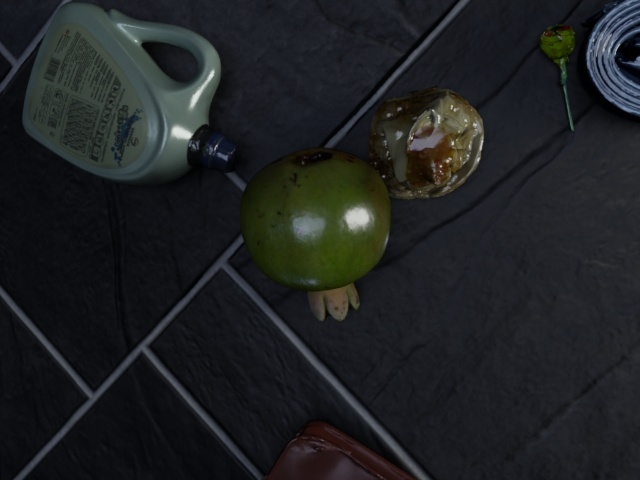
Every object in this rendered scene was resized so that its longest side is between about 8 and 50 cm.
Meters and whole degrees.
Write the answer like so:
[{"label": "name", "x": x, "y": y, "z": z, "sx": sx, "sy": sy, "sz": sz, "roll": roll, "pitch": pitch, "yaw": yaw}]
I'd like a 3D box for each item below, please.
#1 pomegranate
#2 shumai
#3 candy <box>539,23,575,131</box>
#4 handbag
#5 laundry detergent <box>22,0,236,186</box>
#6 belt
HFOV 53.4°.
[{"label": "pomegranate", "x": -0.002, "y": -0.002, "z": 0.730, "sx": 0.179, "sy": 0.179, "sz": 0.210, "roll": -10, "pitch": 91, "yaw": 14}, {"label": "shumai", "x": 0.117, "y": -0.114, "z": 0.723, "sx": 0.145, "sy": 0.116, "sz": 0.145, "roll": 1, "pitch": 93, "yaw": 16}, {"label": "candy", "x": 0.276, "y": -0.185, "z": 0.727, "sx": 0.035, "sy": 0.035, "sz": 0.123, "roll": 3, "pitch": 108, "yaw": 57}, {"label": "handbag", "x": 0.018, "y": 0.398, "z": 0.787, "sx": 0.260, "sy": 0.084, "sz": 0.275, "roll": 32, "pitch": 94, "yaw": 8}, {"label": "laundry detergent", "x": -0.223, "y": -0.172, "z": 0.810, "sx": 0.280, "sy": 0.105, "sz": 0.215, "roll": 22, "pitch": 96, "yaw": 14}, {"label": "belt", "x": 0.369, "y": -0.193, "z": 0.673, "sx": 0.190, "sy": 0.082, "sz": 0.141, "roll": 10, "pitch": 98, "yaw": 12}]
